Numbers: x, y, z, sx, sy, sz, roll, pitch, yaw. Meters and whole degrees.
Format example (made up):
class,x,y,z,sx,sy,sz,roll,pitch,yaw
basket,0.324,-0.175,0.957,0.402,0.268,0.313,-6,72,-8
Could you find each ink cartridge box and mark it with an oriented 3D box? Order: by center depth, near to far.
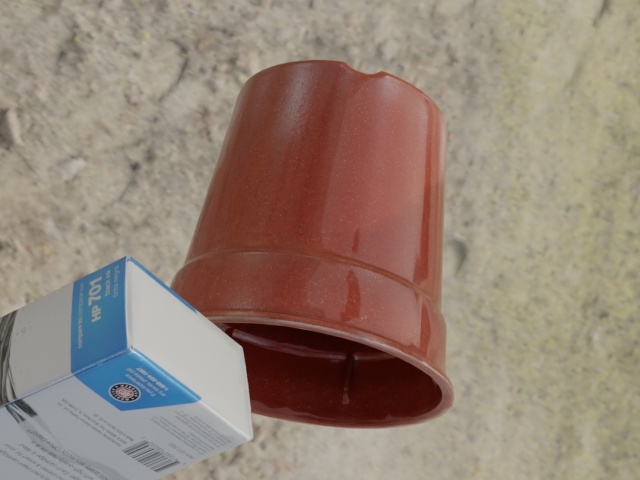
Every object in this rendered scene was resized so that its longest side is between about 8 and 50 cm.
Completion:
class,x,y,z,sx,sy,sz,roll,pitch,yaw
ink cartridge box,-0.163,0.108,0.876,0.190,0.082,0.139,-24,139,20

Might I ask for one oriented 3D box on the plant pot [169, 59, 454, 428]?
class,x,y,z,sx,sy,sz,roll,pitch,yaw
plant pot,0.000,0.000,1.181,0.272,0.272,0.265,32,59,-41
